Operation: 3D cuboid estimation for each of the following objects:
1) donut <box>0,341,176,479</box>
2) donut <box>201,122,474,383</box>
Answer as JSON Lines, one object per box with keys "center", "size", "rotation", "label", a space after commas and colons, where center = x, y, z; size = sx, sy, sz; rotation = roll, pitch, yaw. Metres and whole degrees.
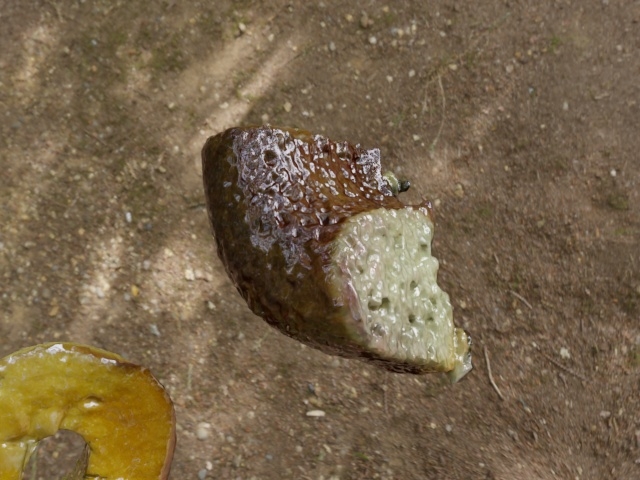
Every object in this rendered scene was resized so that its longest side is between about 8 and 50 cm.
{"center": [-0.193, 0.155, 0.448], "size": [0.065, 0.162, 0.178], "rotation": [17, 77, 60], "label": "donut"}
{"center": [-0.001, 0.011, 0.412], "size": [0.144, 0.126, 0.186], "rotation": [-20, 68, 28], "label": "donut"}
